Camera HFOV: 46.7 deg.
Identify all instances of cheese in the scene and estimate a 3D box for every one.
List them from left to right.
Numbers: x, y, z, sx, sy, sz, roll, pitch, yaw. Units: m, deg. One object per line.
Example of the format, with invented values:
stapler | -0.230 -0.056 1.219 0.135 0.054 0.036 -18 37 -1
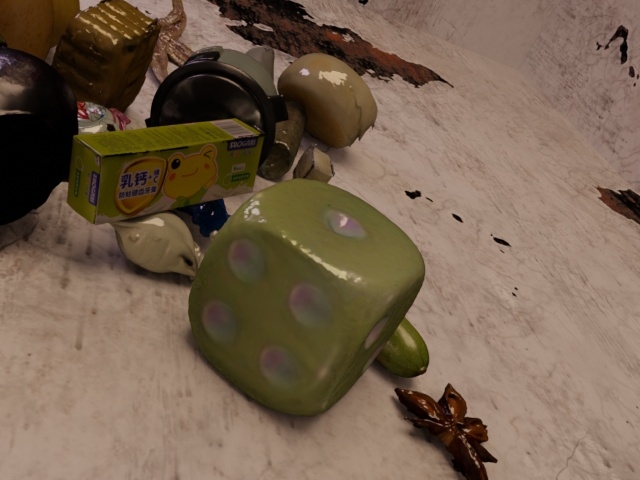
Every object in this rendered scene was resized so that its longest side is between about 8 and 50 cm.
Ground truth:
cheese | -0.445 -0.182 1.289 0.244 0.062 0.155 -30 56 -35

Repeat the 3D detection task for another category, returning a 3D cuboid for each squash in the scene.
squash | 0.106 0.154 1.222 0.095 0.095 0.188 -4 46 -44

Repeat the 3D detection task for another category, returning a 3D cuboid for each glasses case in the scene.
glasses case | -0.161 -0.380 1.841 0.083 0.128 0.308 0 32 1

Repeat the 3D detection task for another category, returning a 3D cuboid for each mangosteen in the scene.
mangosteen | -0.482 -0.160 1.028 0.287 0.288 0.233 2 35 -38

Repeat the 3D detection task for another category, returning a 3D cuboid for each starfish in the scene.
starfish | -0.381 -0.520 1.864 0.384 0.132 0.398 48 18 17

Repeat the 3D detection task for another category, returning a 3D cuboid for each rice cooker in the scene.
rice cooker | -0.200 -0.248 1.456 0.280 0.241 0.227 -6 27 7

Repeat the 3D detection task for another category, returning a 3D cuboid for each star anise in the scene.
star anise | 0.207 0.282 1.130 0.212 0.053 0.157 38 31 22

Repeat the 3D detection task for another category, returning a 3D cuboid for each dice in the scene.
dice | -0.015 0.076 1.072 0.252 0.250 0.254 38 30 17

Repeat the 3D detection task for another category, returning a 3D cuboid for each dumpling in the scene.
dumpling | -0.261 -0.016 1.171 0.169 0.100 0.134 16 27 -20

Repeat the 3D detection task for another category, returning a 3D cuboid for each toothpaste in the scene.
toothpaste | -0.227 -0.114 1.145 0.077 0.110 0.327 33 32 31

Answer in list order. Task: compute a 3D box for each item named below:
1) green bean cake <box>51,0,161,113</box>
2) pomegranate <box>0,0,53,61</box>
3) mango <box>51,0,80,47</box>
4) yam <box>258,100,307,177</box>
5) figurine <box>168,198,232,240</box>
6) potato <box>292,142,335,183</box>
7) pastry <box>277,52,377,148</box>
green bean cake | -0.417 -0.340 1.440 0.131 0.224 0.230 30 31 -2
pomegranate | -0.630 -0.400 1.196 0.416 0.417 0.417 21 29 -12
mango | -0.670 -0.541 1.559 0.301 0.221 0.445 6 32 -30
yam | -0.087 -0.228 1.669 0.093 0.093 0.259 24 29 -7
figurine | -0.244 -0.102 1.302 0.262 0.121 0.164 39 29 19
potato | -0.015 -0.154 1.626 0.061 0.086 0.122 33 24 -20
pastry | 0.014 -0.340 1.806 0.265 0.265 0.133 34 69 12
